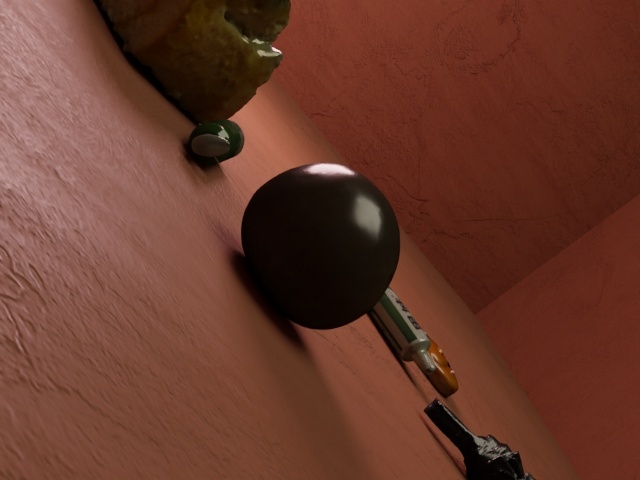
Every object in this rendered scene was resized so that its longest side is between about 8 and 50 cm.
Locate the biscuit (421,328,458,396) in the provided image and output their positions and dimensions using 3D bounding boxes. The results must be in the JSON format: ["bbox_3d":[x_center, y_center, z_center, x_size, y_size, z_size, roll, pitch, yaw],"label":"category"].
[{"bbox_3d":[0.219,0.225,2.167,0.170,0.050,0.170,52,8,-10],"label":"biscuit"}]

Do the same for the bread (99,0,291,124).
[{"bbox_3d":[-0.205,-0.409,1.751,0.239,0.264,0.395,38,18,-48],"label":"bread"}]

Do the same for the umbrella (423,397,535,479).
[{"bbox_3d":[0.291,0.383,1.762,0.340,0.118,0.118,45,8,-6],"label":"umbrella"}]

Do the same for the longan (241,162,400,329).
[{"bbox_3d":[0.000,0.000,1.366,0.196,0.196,0.220,45,8,-46],"label":"longan"}]

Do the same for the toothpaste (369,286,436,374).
[{"bbox_3d":[0.099,0.093,2.010,0.392,0.061,0.099,55,10,32],"label":"toothpaste"}]

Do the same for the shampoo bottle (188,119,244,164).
[{"bbox_3d":[-0.149,-0.141,1.584,0.065,0.065,0.204,52,8,-4],"label":"shampoo bottle"}]

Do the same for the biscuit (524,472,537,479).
[{"bbox_3d":[0.495,0.553,1.978,0.394,0.070,0.350,43,-2,-19],"label":"biscuit"}]
